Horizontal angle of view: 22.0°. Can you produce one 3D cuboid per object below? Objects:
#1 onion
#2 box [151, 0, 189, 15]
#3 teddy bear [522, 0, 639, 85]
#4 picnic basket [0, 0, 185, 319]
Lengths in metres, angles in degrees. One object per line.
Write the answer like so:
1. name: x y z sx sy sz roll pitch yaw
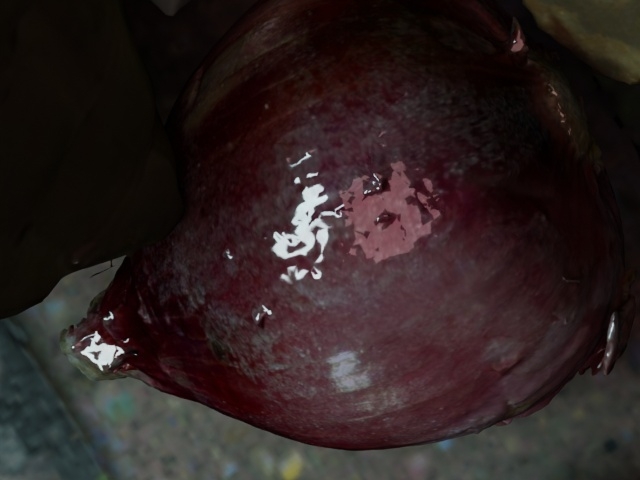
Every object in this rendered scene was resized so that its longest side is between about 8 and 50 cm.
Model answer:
1. onion: 0.000 0.000 0.539 0.195 0.159 0.159 -26 93 19
2. box: -0.104 -0.227 0.484 0.273 0.265 0.048 42 64 2
3. teddy bear: 0.169 -0.206 0.476 0.246 0.222 0.296 13 125 29
4. picnic basket: -0.230 -0.112 0.460 0.337 0.293 0.337 20 124 33
